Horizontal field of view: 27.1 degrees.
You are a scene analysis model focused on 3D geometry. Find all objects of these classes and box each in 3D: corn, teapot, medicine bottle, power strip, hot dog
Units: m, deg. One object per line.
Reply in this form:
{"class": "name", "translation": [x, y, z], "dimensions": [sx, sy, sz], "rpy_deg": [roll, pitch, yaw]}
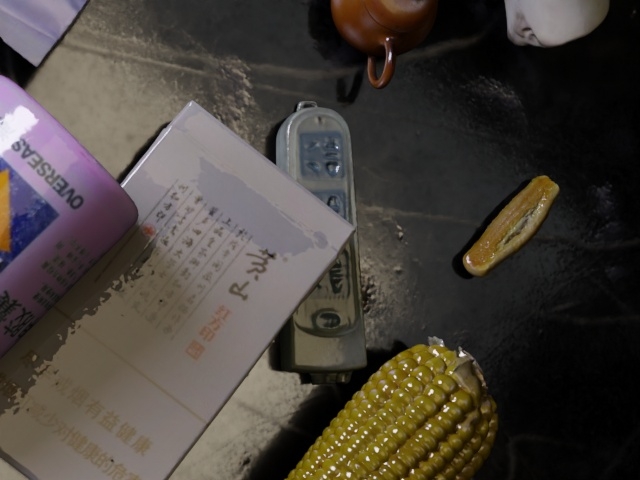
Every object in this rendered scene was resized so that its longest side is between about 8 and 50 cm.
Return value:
{"class": "corn", "translation": [0.028, 0.257, 1.247], "dimensions": [0.144, 0.144, 0.387], "rpy_deg": [43, 72, -10]}
{"class": "teapot", "translation": [0.070, -0.237, 1.325], "dimensions": [0.116, 0.116, 0.173], "rpy_deg": [8, 83, -18]}
{"class": "medicine bottle", "translation": [-0.313, 0.018, 1.119], "dimensions": [0.290, 0.178, 0.178], "rpy_deg": [-45, 100, -9]}
{"class": "power strip", "translation": [-0.001, 0.000, 1.312], "dimensions": [0.080, 0.048, 0.285], "rpy_deg": [0, 83, -20]}
{"class": "hot dog", "translation": [0.202, -0.011, 1.390], "dimensions": [0.044, 0.028, 0.137], "rpy_deg": [37, 70, 15]}

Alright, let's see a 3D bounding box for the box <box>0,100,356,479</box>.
{"class": "box", "translation": [-0.153, 0.071, 1.224], "dimensions": [0.205, 0.051, 0.365], "rpy_deg": [38, 78, -1]}

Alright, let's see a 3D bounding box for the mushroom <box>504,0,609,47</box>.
{"class": "mushroom", "translation": [0.249, -0.402, 1.300], "dimensions": [0.325, 0.353, 0.353], "rpy_deg": [-42, 99, -2]}

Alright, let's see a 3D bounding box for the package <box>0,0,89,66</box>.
{"class": "package", "translation": [-0.284, -0.309, 1.245], "dimensions": [0.204, 0.062, 0.251], "rpy_deg": [36, 62, -12]}
